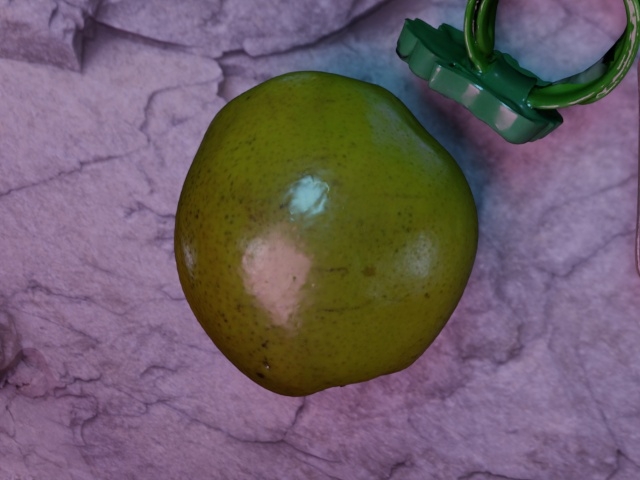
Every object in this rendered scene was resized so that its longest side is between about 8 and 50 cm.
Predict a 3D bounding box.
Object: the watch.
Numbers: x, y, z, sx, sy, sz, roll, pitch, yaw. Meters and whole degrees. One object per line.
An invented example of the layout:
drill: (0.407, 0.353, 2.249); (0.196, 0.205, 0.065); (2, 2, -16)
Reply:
watch: (0.161, -0.168, 0.637); (0.165, 0.131, 0.152); (38, 123, 6)

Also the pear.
pear: (0.000, 0.000, 0.752); (0.294, 0.294, 0.294); (17, 128, 23)

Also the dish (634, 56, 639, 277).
dish: (0.328, -0.062, 0.627); (0.151, 0.077, 0.212); (7, 124, 31)
